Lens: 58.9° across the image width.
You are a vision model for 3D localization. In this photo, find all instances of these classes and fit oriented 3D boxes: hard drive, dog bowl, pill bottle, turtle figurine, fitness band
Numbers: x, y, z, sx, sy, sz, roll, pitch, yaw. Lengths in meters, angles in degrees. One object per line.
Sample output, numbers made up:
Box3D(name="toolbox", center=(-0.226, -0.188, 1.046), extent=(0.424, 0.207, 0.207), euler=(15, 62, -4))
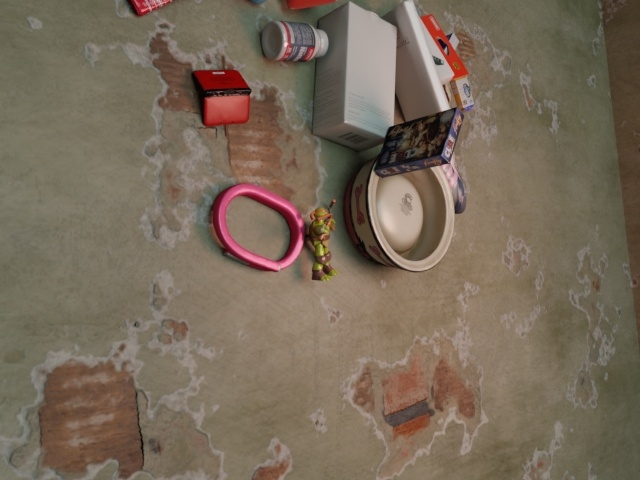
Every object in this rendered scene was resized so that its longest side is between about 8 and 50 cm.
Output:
Box3D(name="hard drive", center=(0.291, -0.572, 1.851), extent=(0.047, 0.233, 0.353), euler=(-25, 101, -17))
Box3D(name="dog bowl", center=(0.245, -0.097, 1.808), extent=(0.407, 0.150, 0.409), euler=(6, 80, -39))
Box3D(name="pill bottle", center=(-0.069, -0.570, 1.628), extent=(0.180, 0.108, 0.108), euler=(-13, 93, -40))
Box3D(name="turtle figurine", center=(0.000, 0.000, 1.597), extent=(0.269, 0.087, 0.218), euler=(-58, 145, -80))
Box3D(name="fitness band", center=(-0.161, -0.033, 1.520), extent=(0.290, 0.054, 0.209), euler=(25, 69, -37))

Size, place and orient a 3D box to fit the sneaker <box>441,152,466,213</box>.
Box3D(name="sneaker", center=(0.419, -0.235, 2.015), extent=(0.131, 0.112, 0.319), euler=(-20, 95, -23))

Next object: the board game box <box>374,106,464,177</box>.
Box3D(name="board game box", center=(0.274, -0.272, 1.596), extent=(0.042, 0.243, 0.165), euler=(36, 63, -33))

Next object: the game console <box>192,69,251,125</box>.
Box3D(name="game console", center=(-0.263, -0.381, 1.503), extent=(0.144, 0.085, 0.124), euler=(-16, 64, -41))

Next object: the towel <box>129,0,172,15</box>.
Box3D(name="towel", center=(-0.387, -0.694, 1.386), extent=(0.274, 0.031, 0.199), euler=(-37, 110, -21))

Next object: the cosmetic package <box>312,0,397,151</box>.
Box3D(name="cosmetic package", center=(0.108, -0.497, 1.740), extent=(0.217, 0.156, 0.385), euler=(13, 75, -39))

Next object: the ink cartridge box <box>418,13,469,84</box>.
Box3D(name="ink cartridge box", center=(0.378, -0.667, 1.955), extent=(0.238, 0.060, 0.275), euler=(-25, 81, -25))

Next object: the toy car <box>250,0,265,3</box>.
Box3D(name="toy car", center=(-0.231, -0.784, 1.496), extent=(0.237, 0.219, 0.211), euler=(10, 77, -9))

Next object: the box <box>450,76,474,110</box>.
Box3D(name="box", center=(0.554, -0.571, 2.205), extent=(0.081, 0.028, 0.136), euler=(-27, 104, -39))

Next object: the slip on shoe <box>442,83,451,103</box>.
Box3D(name="slip on shoe", center=(0.455, -0.575, 2.106), extent=(0.135, 0.051, 0.041), euler=(64, 36, -22))

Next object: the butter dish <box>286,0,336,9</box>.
Box3D(name="butter dish", center=(-0.032, -0.764, 1.686), extent=(0.160, 0.118, 0.160), euler=(-11, 95, 1))

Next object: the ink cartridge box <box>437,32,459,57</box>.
Box3D(name="ink cartridge box", center=(0.424, -0.659, 2.060), extent=(0.046, 0.097, 0.207), euler=(43, 59, -28))
